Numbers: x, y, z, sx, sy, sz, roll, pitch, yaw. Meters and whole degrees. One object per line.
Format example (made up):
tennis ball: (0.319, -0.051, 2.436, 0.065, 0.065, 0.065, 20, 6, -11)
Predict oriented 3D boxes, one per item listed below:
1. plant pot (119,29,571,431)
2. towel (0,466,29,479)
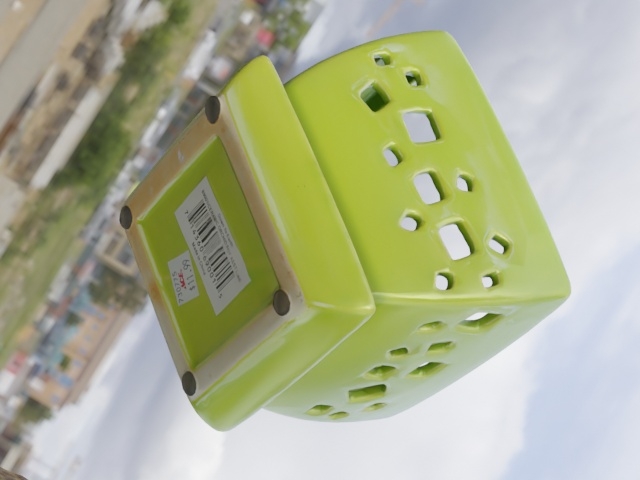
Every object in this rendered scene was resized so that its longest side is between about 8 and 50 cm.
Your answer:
plant pot: (0.000, 0.000, 0.999, 0.207, 0.228, 0.227, -6, 155, -40)
towel: (-0.065, 0.155, 0.558, 0.040, 0.271, 0.370, -63, -155, -8)
